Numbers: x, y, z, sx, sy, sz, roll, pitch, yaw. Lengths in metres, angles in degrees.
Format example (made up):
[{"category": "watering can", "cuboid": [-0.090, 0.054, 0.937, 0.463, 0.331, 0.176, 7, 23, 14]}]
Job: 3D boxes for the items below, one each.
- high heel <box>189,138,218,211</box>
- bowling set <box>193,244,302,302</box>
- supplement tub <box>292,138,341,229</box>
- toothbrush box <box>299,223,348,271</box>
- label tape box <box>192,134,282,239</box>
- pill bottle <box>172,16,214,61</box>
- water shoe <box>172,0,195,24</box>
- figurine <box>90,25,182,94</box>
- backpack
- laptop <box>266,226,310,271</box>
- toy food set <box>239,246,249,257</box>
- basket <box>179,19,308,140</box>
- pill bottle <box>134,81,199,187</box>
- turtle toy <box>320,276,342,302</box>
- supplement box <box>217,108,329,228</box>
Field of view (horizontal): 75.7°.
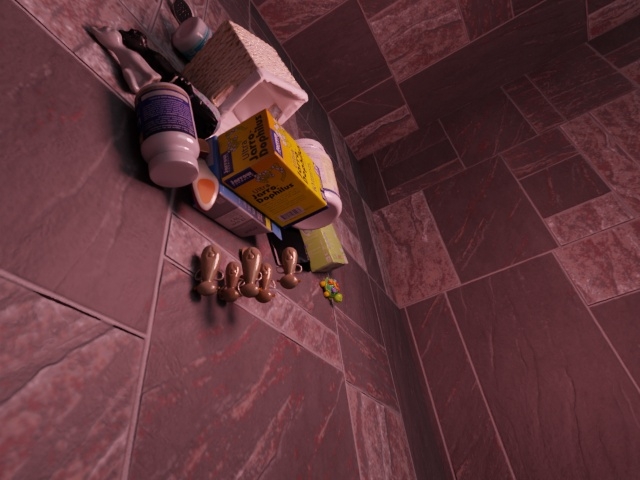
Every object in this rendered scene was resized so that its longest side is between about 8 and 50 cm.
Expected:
[{"category": "high heel", "cuboid": [-0.367, -0.175, 1.213, 0.082, 0.117, 0.243, 3, 63, -42]}, {"category": "bowling set", "cuboid": [-0.199, 0.127, 1.177, 0.199, 0.288, 0.154, 97, -7, -54]}, {"category": "supplement tub", "cuboid": [-0.053, -0.231, 1.686, 0.235, 0.236, 0.324, 40, 32, -52]}, {"category": "toothbrush box", "cuboid": [0.000, 0.000, 1.945, 0.206, 0.122, 0.282, 10, 57, -67]}, {"category": "label tape box", "cuboid": [-0.279, -0.151, 1.404, 0.348, 0.115, 0.248, 43, 28, -53]}, {"category": "pill bottle", "cuboid": [-0.445, -0.737, 1.641, 0.264, 0.146, 0.146, 40, 31, -51]}, {"category": "water shoe", "cuboid": [-0.549, -0.908, 1.730, 0.203, 0.073, 0.080, 61, -3, -23]}, {"category": "figurine", "cuboid": [-0.552, -0.549, 1.232, 0.209, 0.092, 0.214, 52, 22, -12]}, {"category": "backpack", "cuboid": [-0.399, -0.407, 1.296, 0.182, 0.152, 0.115, 40, 23, -19]}, {"category": "laptop", "cuboid": [-0.140, 0.012, 1.724, 0.264, 0.137, 0.234, 92, -20, -72]}, {"category": "toy food set", "cuboid": [-0.239, 0.059, 1.380, 0.083, 0.020, 0.082, 33, 36, -57]}, {"category": "basket", "cuboid": [-0.291, -0.548, 1.504, 0.266, 0.329, 0.331, 59, 24, 8]}, {"category": "pill bottle", "cuboid": [-0.417, -0.287, 1.130, 0.153, 0.153, 0.264, 30, 38, -60]}, {"category": "turtle toy", "cuboid": [0.056, 0.228, 1.891, 0.095, 0.066, 0.130, 8, 59, -68]}, {"category": "supplement box", "cuboid": [-0.147, -0.220, 1.363, 0.357, 0.196, 0.194, 39, 32, -54]}]
